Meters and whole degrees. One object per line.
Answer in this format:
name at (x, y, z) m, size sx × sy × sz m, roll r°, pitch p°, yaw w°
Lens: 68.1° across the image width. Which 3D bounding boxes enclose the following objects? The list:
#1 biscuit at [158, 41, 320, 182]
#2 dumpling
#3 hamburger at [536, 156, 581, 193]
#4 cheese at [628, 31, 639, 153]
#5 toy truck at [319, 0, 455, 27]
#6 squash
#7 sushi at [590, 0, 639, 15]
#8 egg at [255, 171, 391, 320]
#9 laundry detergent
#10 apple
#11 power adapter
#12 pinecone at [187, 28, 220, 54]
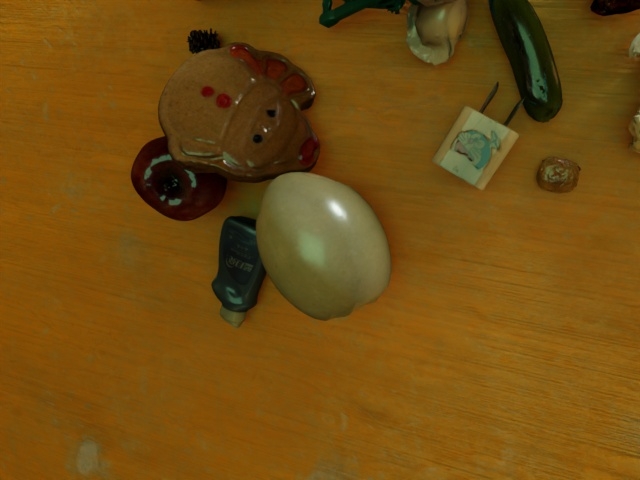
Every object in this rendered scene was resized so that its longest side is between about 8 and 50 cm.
biscuit at (-0.170, -0.286, 1.097) m, size 0.381 × 0.074 × 0.359 m, roll 28°, pitch 76°, yaw 1°
dumpling at (0.247, -0.476, 1.013) m, size 0.127 × 0.108 × 0.188 m, roll 28°, pitch 122°, yaw 38°
hamburger at (0.504, -0.138, 1.005) m, size 0.083 × 0.044 × 0.076 m, roll 9°, pitch 100°, yaw 19°
cheese at (0.685, -0.287, 0.881) m, size 0.233 × 0.127 × 0.266 m, roll 5°, pitch 98°, yaw 17°
toy truck at (0.139, -0.553, 0.952) m, size 0.363 × 0.176 × 0.178 m, roll 11°, pitch 98°, yaw 44°
squash at (0.419, -0.404, 0.974) m, size 0.087 × 0.087 × 0.332 m, roll -21°, pitch 90°, yaw 20°
sushi at (0.565, -0.505, 0.875) m, size 0.153 × 0.150 × 0.172 m, roll -13°, pitch 55°, yaw 30°
egg at (0.000, 0.000, 1.063) m, size 0.278 × 0.278 × 0.336 m, roll -26°, pitch 93°, yaw 20°
laundry detergent at (-0.212, 0.088, 1.245) m, size 0.143 × 0.094 × 0.290 m, roll 17°, pitch 103°, yaw 11°
apple at (-0.339, -0.160, 1.183) m, size 0.233 × 0.234 × 0.234 m, roll 3°, pitch 99°, yaw 18°
power adapter at (0.344, -0.225, 1.000) m, size 0.130 × 0.125 × 0.205 m, roll 32°, pitch 107°, yaw 12°
pinecone at (-0.293, -0.496, 1.194) m, size 0.077 × 0.083 × 0.077 m, roll 25°, pitch 119°, yaw 57°
